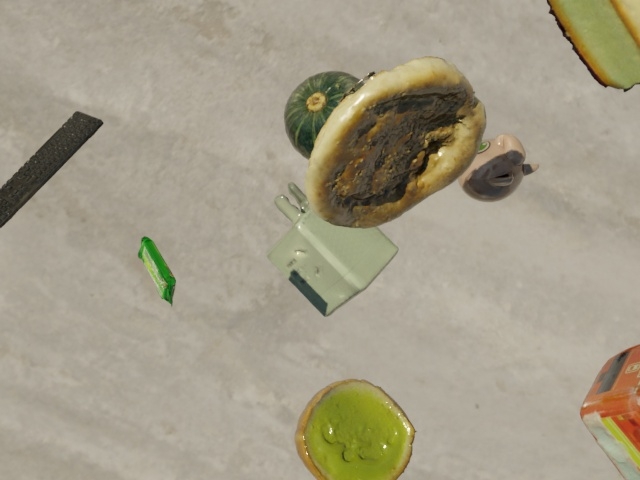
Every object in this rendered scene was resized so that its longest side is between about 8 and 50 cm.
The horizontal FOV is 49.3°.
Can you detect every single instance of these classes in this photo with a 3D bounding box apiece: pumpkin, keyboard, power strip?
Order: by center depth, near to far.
[{"bbox_3d":[-0.386,-0.102,0.965,0.061,0.204,0.013,23,154,33],"label":"keyboard"},{"bbox_3d":[0.018,-0.214,1.221,0.167,0.167,0.125,-13,144,23],"label":"pumpkin"},{"bbox_3d":[0.000,0.000,1.238,0.224,0.139,0.140,46,141,0],"label":"power strip"}]

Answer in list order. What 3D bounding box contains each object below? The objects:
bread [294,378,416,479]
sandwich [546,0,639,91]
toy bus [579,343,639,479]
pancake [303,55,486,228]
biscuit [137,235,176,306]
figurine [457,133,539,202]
[{"bbox_3d":[0.069,0.382,1.360,0.236,0.236,0.070,28,156,-5],"label":"bread"},{"bbox_3d":[0.291,-0.284,0.601,0.155,0.198,0.227,-14,119,52],"label":"sandwich"},{"bbox_3d":[0.360,0.217,0.645,0.265,0.121,0.120,52,139,-3],"label":"toy bus"},{"bbox_3d":[0.093,-0.110,0.894,0.283,0.049,0.282,-21,147,-15],"label":"pancake"},{"bbox_3d":[-0.202,0.037,0.869,0.089,0.016,0.046,54,142,28],"label":"biscuit"},{"bbox_3d":[0.302,-0.129,1.237,0.138,0.125,0.125,9,130,42],"label":"figurine"}]
